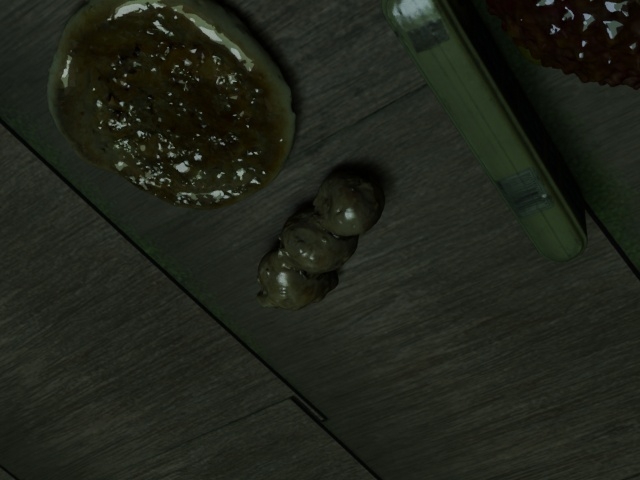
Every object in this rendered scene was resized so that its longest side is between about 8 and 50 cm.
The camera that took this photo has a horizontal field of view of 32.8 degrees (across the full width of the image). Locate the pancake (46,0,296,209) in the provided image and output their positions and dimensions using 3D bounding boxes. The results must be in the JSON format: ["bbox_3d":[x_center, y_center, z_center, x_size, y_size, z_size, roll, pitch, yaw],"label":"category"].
[{"bbox_3d":[-0.154,-0.144,1.144,0.282,0.049,0.282,5,133,5],"label":"pancake"}]

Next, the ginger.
[{"bbox_3d":[0.000,0.000,1.212,0.104,0.080,0.204,0,140,-32],"label":"ginger"}]

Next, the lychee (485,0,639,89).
[{"bbox_3d":[0.248,-0.244,0.824,0.276,0.275,0.304,-17,159,25],"label":"lychee"}]

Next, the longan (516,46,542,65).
[{"bbox_3d":[0.205,-0.200,1.008,0.083,0.075,0.075,27,149,49],"label":"longan"}]

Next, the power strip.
[{"bbox_3d":[0.162,-0.138,1.049,0.066,0.092,0.387,-23,122,27],"label":"power strip"}]
